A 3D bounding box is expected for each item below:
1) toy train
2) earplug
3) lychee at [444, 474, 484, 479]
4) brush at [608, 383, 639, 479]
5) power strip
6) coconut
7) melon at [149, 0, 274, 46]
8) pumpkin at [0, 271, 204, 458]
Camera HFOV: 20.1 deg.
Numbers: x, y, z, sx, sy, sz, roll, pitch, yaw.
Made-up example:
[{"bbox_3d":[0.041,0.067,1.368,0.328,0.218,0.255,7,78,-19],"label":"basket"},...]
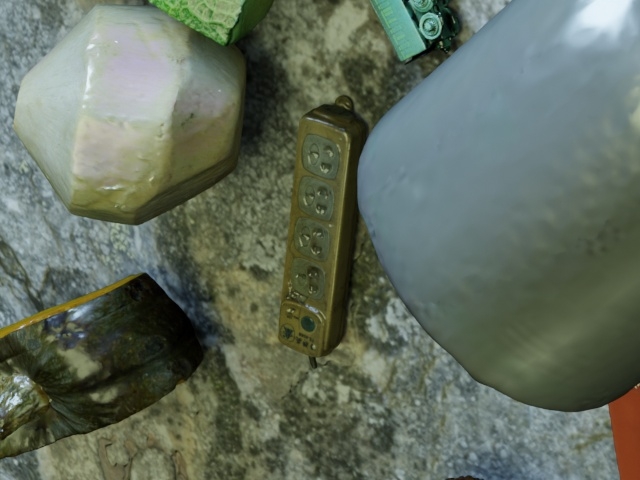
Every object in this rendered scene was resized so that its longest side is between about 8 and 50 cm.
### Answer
[{"bbox_3d":[0.075,-0.234,1.662,0.071,0.038,0.148,-24,96,43],"label":"toy train"},{"bbox_3d":[0.268,-0.087,1.414,0.312,0.312,0.394,53,128,5],"label":"earplug"},{"bbox_3d":[0.162,0.360,1.746,0.236,0.236,0.271,-36,70,41],"label":"lychee"},{"bbox_3d":[0.309,0.198,1.673,0.070,0.051,0.323,0,110,34],"label":"brush"},{"bbox_3d":[0.000,0.000,1.818,0.064,0.044,0.305,22,122,27],"label":"power strip"},{"bbox_3d":[-0.187,-0.127,1.768,0.237,0.237,0.197,28,132,24],"label":"coconut"},{"bbox_3d":[-0.153,-0.329,1.716,0.323,0.124,0.196,32,88,24],"label":"melon"},{"bbox_3d":[-0.288,0.144,1.980,0.317,0.222,0.139,-17,98,39],"label":"pumpkin"}]
